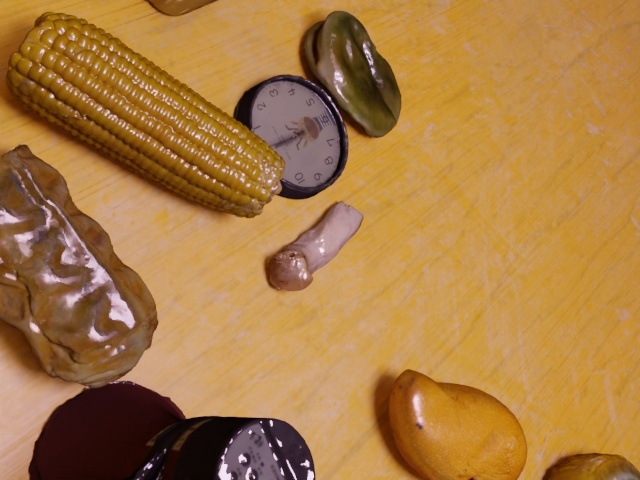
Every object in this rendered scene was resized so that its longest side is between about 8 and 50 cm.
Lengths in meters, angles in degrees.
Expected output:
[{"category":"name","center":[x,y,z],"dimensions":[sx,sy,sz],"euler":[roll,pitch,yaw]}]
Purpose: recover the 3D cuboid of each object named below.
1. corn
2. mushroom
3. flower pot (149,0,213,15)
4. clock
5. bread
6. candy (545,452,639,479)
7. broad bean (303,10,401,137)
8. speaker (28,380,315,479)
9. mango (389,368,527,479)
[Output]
[{"category":"corn","center":[-0.198,-0.137,0.879],"dimensions":[0.344,0.131,0.131],"euler":[32,60,-26]},{"category":"mushroom","center":[0.002,0.003,1.042],"dimensions":[0.202,0.054,0.059],"euler":[-41,101,-42]},{"category":"flower pot","center":[-0.165,-0.390,0.943],"dimensions":[0.195,0.179,0.195],"euler":[13,68,-34]},{"category":"clock","center":[-0.037,-0.152,1.060],"dimensions":[0.185,0.040,0.184],"euler":[12,70,-34]},{"category":"bread","center":[-0.281,0.032,0.770],"dimensions":[0.267,0.130,0.152],"euler":[54,44,-12]},{"category":"candy","center":[0.468,0.482,1.217],"dimensions":[0.260,0.118,0.259],"euler":[15,67,-39]},{"category":"broad bean","center":[0.057,-0.254,1.139],"dimensions":[0.206,0.072,0.153],"euler":[54,52,-12]},{"category":"speaker","center":[-0.179,0.223,0.681],"dimensions":[0.259,0.329,0.198],"euler":[2,76,-30]},{"category":"mango","center":[0.193,0.281,1.070],"dimensions":[0.262,0.109,0.157],"euler":[33,69,-20]}]
